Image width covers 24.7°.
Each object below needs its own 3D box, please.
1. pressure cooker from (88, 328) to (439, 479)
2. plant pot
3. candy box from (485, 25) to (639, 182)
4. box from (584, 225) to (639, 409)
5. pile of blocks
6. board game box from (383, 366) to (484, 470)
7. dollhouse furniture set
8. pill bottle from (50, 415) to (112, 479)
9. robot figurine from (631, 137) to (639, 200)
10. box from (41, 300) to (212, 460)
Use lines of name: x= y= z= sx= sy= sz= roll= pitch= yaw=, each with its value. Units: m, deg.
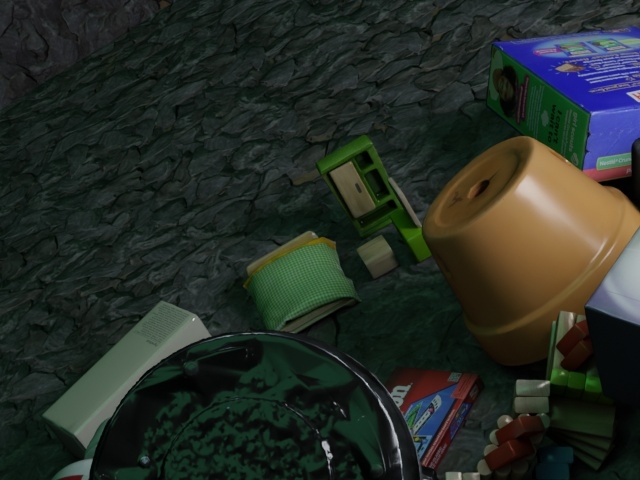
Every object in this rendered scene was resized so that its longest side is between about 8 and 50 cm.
pressure cooker: x=-0.048 y=0.319 z=1.693 sx=0.370 sy=0.420 sz=0.375 roll=-26 pitch=67 yaw=-3
plant pot: x=0.276 y=-0.003 z=1.982 sx=0.291 sy=0.203 sz=0.291 roll=-39 pitch=19 yaw=16
candy box: x=0.440 y=-0.213 z=2.206 sx=0.268 sy=0.122 sz=0.317 roll=-9 pitch=27 yaw=-18
box: x=0.500 y=0.067 z=1.623 sx=0.296 sy=0.182 sz=0.294 roll=20 pitch=59 yaw=34
pile of blocks: x=0.274 y=0.235 z=1.767 sx=0.149 sy=0.112 sz=0.362 roll=33 pitch=73 yaw=15
board game box: x=0.099 y=0.285 z=1.973 sx=0.145 sy=0.027 sz=0.281 roll=0 pitch=43 yaw=41
dollhouse furniture set: x=0.000 y=0.000 z=2.322 sx=0.301 sy=0.151 sz=0.197 roll=-30 pitch=32 yaw=1
pill bottle: x=-0.285 y=0.433 z=1.881 sx=0.229 sy=0.229 sz=0.407 roll=-9 pitch=39 yaw=30
robot figurine: x=0.563 y=-0.103 z=1.965 sx=0.278 sy=0.173 sz=0.209 roll=-12 pitch=74 yaw=-5
box: x=-0.295 y=0.227 z=2.303 sx=0.275 sy=0.094 sz=0.113 roll=-45 pitch=35 yaw=-21
